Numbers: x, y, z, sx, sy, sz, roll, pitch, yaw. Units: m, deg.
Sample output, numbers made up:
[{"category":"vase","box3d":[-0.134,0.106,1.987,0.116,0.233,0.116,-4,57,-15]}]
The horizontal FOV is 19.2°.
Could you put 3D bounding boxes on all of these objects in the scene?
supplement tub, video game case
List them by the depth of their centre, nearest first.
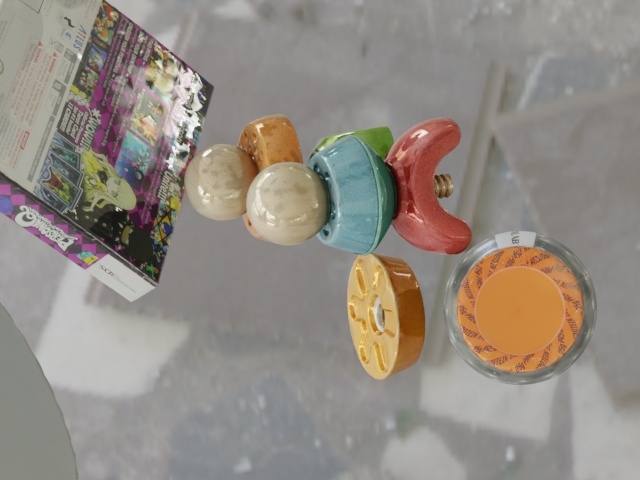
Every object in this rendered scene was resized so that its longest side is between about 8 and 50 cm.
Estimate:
[{"category":"supplement tub","box3d":[0.154,0.051,1.458,0.117,0.190,0.117,0,89,6]},{"category":"video game case","box3d":[-0.194,-0.097,1.504,0.210,0.042,0.232,36,43,-26]}]

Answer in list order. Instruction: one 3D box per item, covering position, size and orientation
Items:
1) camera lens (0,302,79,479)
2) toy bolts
[{"category":"camera lens","box3d":[-0.269,0.118,0.797,0.274,0.219,0.219,-35,58,11]},{"category":"toy bolts","box3d":[0.000,0.000,1.421,0.158,0.228,0.218,-6,84,-21]}]
